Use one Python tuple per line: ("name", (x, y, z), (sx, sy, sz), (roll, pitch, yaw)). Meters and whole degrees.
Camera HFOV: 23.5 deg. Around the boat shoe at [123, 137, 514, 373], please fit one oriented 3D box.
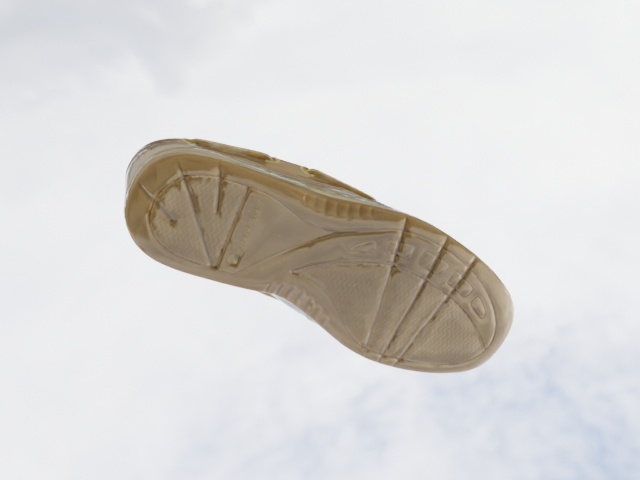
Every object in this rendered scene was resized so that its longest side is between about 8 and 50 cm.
("boat shoe", (0.000, 0.000, 0.611), (0.063, 0.170, 0.059), (-59, -157, 13))
